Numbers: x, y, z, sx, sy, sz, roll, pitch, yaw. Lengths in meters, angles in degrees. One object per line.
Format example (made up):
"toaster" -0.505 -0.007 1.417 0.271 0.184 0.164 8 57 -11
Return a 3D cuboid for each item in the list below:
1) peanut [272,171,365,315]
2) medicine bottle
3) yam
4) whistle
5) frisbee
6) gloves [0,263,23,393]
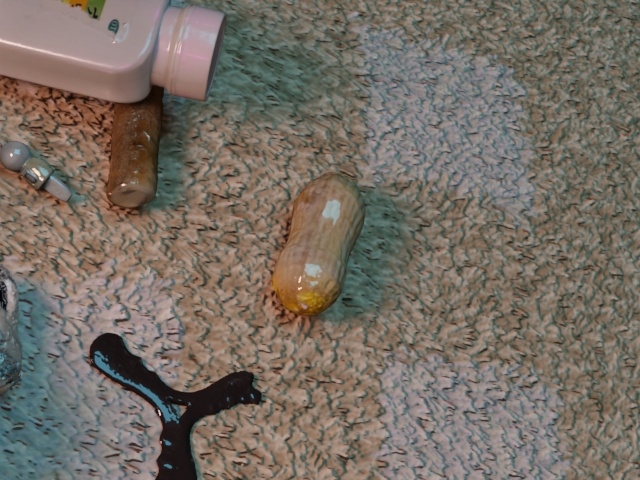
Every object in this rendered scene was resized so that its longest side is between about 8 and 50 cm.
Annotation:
"peanut" 0.000 0.000 2.044 0.087 0.087 0.206 28 49 -11
"medicine bottle" -0.261 -0.242 1.990 0.296 0.111 0.161 16 53 0
"yam" -0.213 -0.164 2.050 0.066 0.066 0.299 17 51 -20
"whistle" -0.318 -0.077 1.944 0.100 0.035 0.035 38 47 -4
"frisbee" -0.143 0.173 1.886 0.187 0.012 0.211 -18 68 -39
"gloves" -0.358 0.087 1.778 0.114 0.070 0.153 8 57 -27
